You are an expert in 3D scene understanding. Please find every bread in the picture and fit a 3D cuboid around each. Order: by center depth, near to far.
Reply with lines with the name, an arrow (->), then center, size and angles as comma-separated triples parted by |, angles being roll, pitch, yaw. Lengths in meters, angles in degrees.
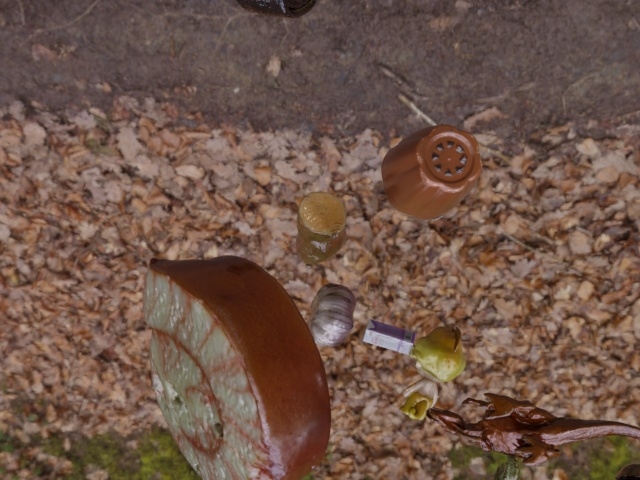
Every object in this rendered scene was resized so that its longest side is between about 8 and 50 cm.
bread -> -0.119, 0.188, 0.736 | 0.295, 0.114, 0.327 | 36, 131, 34

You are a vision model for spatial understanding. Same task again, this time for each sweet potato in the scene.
sweet potato -> -0.001, -0.003, 1.472 | 0.131, 0.131, 0.336 | 7, 156, 0

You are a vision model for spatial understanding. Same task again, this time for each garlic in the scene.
garlic -> 0.030, 0.169, 1.265 | 0.102, 0.159, 0.147 | 16, 105, -8

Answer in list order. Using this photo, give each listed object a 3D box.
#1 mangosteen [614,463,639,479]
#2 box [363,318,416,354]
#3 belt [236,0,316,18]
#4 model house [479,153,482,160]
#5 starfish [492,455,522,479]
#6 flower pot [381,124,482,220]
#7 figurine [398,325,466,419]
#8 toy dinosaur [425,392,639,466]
mangosteen -> 0.649, 0.516, 1.087 | 0.192, 0.217, 0.192 | 25, 160, 10
box -> 0.162, 0.229, 1.337 | 0.117, 0.036, 0.050 | 15, 133, 7
belt -> -0.090, -0.563, 1.030 | 0.164, 0.184, 0.288 | 21, 122, 26
model house -> 0.391, -0.211, 1.544 | 0.057, 0.058, 0.083 | 21, 171, -29
starfish -> 0.315, 0.541, 1.045 | 0.078, 0.347, 0.357 | 13, 127, 26
flower pot -> 0.226, -0.144, 1.122 | 0.191, 0.190, 0.173 | 10, 173, -4
figurine -> 0.277, 0.321, 1.393 | 0.157, 0.246, 0.131 | 23, 177, -16
toy dinosaur -> 0.355, 0.308, 0.898 | 0.433, 0.097, 0.208 | -1, 160, 31
